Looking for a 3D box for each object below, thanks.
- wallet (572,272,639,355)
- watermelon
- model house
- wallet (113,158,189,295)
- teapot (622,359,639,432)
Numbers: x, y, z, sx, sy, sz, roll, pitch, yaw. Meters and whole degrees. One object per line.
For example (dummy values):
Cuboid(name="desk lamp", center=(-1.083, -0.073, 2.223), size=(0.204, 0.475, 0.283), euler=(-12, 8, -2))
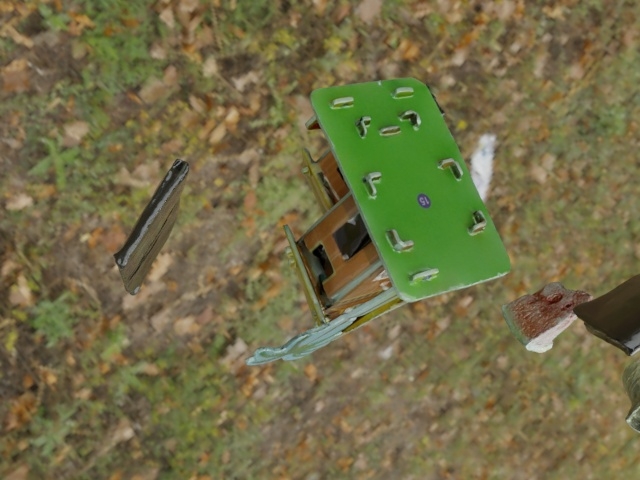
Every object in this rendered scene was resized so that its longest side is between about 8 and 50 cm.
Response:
Cuboid(name="wallet", center=(0.559, 0.038, 1.547), size=(0.378, 0.051, 0.197), euler=(-32, -169, -2))
Cuboid(name="watermelon", center=(0.401, 0.135, 1.926), size=(0.121, 0.098, 0.158), euler=(-12, 152, -39))
Cuboid(name="model house", center=(0.000, 0.000, 1.421), size=(0.340, 0.300, 0.323), euler=(-13, 162, -36))
Cuboid(name="wallet", center=(-0.214, -0.010, 1.339), size=(0.146, 0.030, 0.285), euler=(-63, -176, -12))
Cuboid(name="teapot", center=(0.357, 0.172, 1.133), size=(0.083, 0.067, 0.057), euler=(-60, 143, -56))
